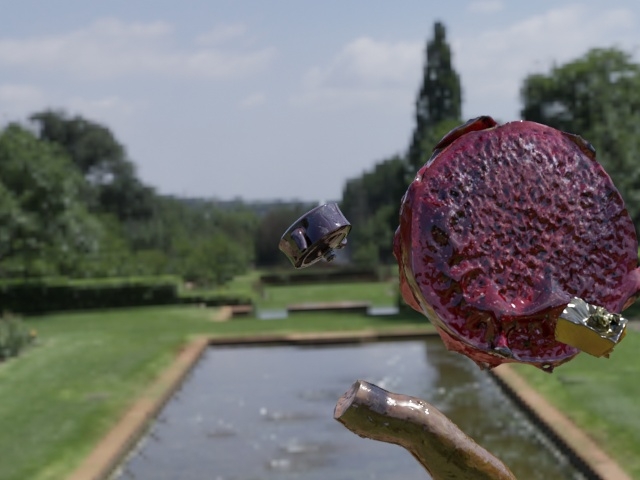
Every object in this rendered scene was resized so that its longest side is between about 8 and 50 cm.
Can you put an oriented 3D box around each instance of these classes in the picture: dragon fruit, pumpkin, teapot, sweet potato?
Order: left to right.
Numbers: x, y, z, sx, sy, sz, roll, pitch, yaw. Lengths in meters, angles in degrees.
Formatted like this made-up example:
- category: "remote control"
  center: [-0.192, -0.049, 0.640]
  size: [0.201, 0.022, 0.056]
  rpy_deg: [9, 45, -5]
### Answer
- category: "teapot"
  center: [0.000, 0.000, 1.294]
  size: [0.068, 0.045, 0.100]
  rpy_deg: [-41, -15, 22]
- category: "sweet potato"
  center: [0.143, 0.225, 1.384]
  size: [0.281, 0.067, 0.059]
  rpy_deg: [34, 32, -12]
- category: "dragon fruit"
  center: [0.277, 0.017, 2.106]
  size: [0.386, 0.371, 0.249]
  rpy_deg: [22, -14, -11]
- category: "pumpkin"
  center: [0.341, 0.108, 1.750]
  size: [0.083, 0.054, 0.074]
  rpy_deg: [25, 27, 13]
